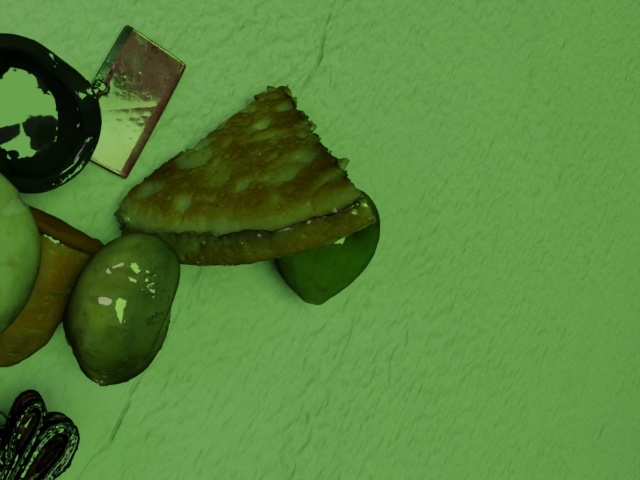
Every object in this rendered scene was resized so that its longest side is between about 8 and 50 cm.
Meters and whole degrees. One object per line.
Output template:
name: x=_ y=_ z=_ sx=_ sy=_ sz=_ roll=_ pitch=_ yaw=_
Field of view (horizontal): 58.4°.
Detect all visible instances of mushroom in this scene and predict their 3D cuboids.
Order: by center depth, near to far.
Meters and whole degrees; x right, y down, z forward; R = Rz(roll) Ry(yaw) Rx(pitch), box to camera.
mushroom: x=-0.453 y=0.009 z=0.660 sx=0.254 sy=0.184 sz=0.255 roll=5 pitch=81 yaw=-36

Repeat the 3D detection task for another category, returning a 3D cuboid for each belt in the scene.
belt: x=-0.445 y=0.375 z=0.740 sx=0.126 sy=0.094 sz=0.360 roll=33 pitch=74 yaw=-29

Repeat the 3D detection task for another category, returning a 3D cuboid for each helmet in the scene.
helmet: x=-0.421 y=-0.172 z=0.799 sx=0.189 sy=0.193 sz=0.216 roll=-38 pitch=116 yaw=-30

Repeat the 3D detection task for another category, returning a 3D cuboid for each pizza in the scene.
pizza: x=-0.090 y=-0.118 z=0.952 sx=0.130 sy=0.439 sz=0.406 roll=67 pitch=31 yaw=-42

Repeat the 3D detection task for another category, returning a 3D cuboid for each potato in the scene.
potato: x=-0.288 y=0.109 z=0.836 sx=0.141 sy=0.296 sz=0.192 roll=17 pitch=53 yaw=-4

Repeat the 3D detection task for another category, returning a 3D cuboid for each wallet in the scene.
wallet: x=-0.325 y=-0.229 z=0.954 sx=0.119 sy=0.025 sz=0.232 roll=30 pitch=76 yaw=-27

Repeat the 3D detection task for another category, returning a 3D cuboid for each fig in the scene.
fig: x=-0.002 y=-0.004 z=1.041 sx=0.207 sy=0.207 sz=0.230 roll=28 pitch=81 yaw=-27

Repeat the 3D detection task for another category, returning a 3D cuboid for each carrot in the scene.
carrot: x=-0.429 y=0.075 z=0.841 sx=0.159 sy=0.159 sz=0.225 roll=24 pitch=92 yaw=-28

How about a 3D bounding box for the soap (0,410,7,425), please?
soap: x=-0.479 y=0.355 z=0.827 sx=0.145 sy=0.091 sz=0.231 roll=-11 pitch=95 yaw=-33
